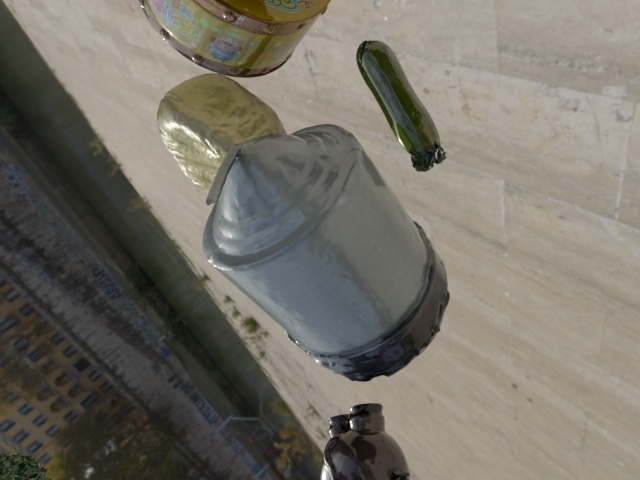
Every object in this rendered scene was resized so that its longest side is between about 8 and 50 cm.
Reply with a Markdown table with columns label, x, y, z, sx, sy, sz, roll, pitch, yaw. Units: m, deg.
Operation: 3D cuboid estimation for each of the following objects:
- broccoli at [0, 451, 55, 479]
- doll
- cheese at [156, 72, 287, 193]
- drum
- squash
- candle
| label | x | y | z | sx | sy | sz | roll | pitch | yaw |
| --- | --- | --- | --- | --- | --- | --- | --- | --- | --- |
| broccoli | -0.263 | 0.221 | 0.262 | 0.261 | 0.269 | 0.242 | -26 | 99 | 45 |
| doll | 0.065 | 0.364 | 0.696 | 0.182 | 0.117 | 0.258 | -46 | 48 | 43 |
| cheese | -0.143 | -0.136 | 0.791 | 0.226 | 0.117 | 0.214 | 36 | 154 | 15 |
| drum | -0.188 | -0.597 | 1.132 | 0.431 | 0.431 | 0.214 | 52 | 147 | -7 |
| squash | 0.096 | -0.166 | 0.619 | 0.184 | 0.052 | 0.052 | 63 | 162 | 13 |
| candle | 0.000 | 0.000 | 0.598 | 0.221 | 0.221 | 0.342 | 22 | 157 | 51 |
